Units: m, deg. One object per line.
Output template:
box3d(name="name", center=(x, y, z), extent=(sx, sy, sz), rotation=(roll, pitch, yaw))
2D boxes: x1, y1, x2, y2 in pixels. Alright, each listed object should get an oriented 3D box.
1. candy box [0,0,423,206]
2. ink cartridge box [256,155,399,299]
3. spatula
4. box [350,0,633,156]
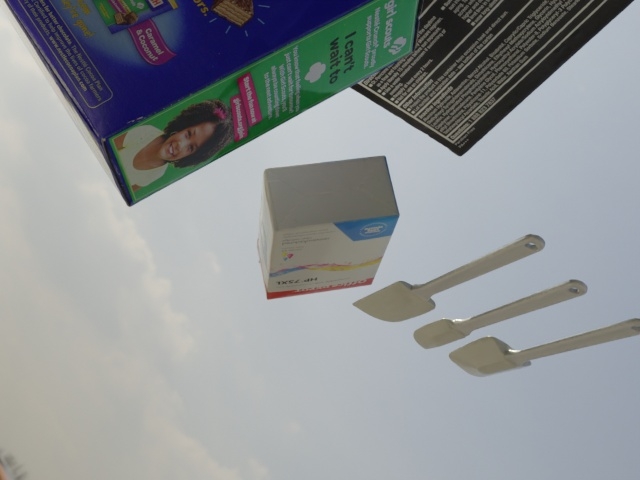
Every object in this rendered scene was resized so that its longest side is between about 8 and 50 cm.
box3d(name="candy box", center=(-0.109, -0.228, 0.756), extent=(0.268, 0.317, 0.122), rotation=(54, -14, 20))
box3d(name="ink cartridge box", center=(0.000, 0.000, 0.946), extent=(0.231, 0.134, 0.078), rotation=(102, -21, -63))
box3d(name="spatula", center=(0.157, 0.067, 0.735), extent=(0.168, 0.019, 0.242), rotation=(35, -33, -16))
box3d(name="box", center=(0.143, -0.305, 0.952), extent=(0.294, 0.183, 0.296), rotation=(27, -49, -24))
